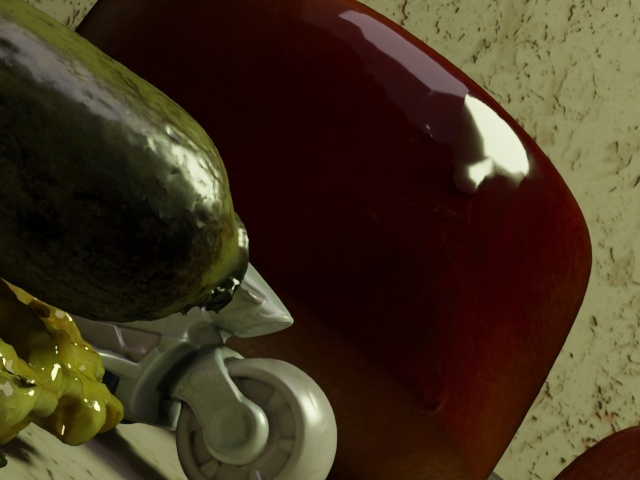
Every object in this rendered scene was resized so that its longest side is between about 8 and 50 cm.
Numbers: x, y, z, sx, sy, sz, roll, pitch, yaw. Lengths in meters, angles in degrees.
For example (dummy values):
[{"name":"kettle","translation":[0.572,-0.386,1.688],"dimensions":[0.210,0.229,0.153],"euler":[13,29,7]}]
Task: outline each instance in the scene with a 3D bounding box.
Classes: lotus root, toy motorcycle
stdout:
[{"name":"lotus root","translation":[-0.096,-0.028,0.640],"dimensions":[0.179,0.089,0.080],"euler":[36,-15,-29]},{"name":"toy motorcycle","translation":[-0.090,0.029,0.844],"dimensions":[0.254,0.112,0.112],"euler":[36,0,20]}]

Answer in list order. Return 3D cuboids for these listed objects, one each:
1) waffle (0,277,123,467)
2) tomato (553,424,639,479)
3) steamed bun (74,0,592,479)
[{"name":"waffle","translation":[-0.191,-0.013,0.665],"dimensions":[0.280,0.060,0.262],"euler":[39,-3,0]},{"name":"tomato","translation":[0.158,0.171,0.682],"dimensions":[0.208,0.184,0.208],"euler":[29,-21,12]},{"name":"steamed bun","translation":[0.000,0.000,1.086],"dimensions":[0.379,0.235,0.248],"euler":[42,-24,-22]}]
